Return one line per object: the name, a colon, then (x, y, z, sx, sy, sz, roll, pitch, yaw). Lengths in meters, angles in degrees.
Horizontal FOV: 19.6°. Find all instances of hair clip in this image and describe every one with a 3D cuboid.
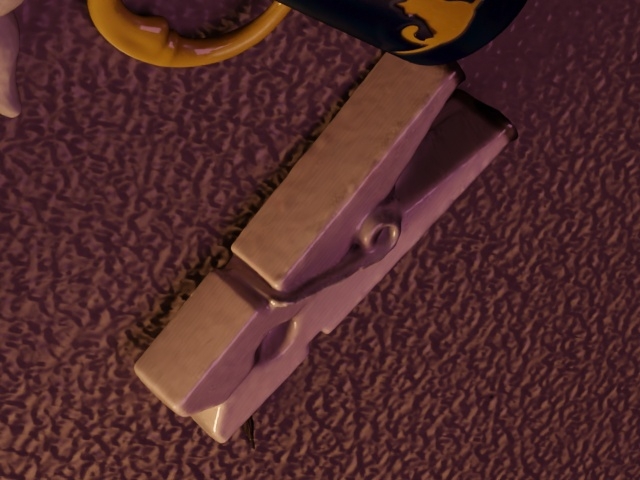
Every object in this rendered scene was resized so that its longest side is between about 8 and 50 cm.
hair clip: (0.003, 0.003, 1.378, 0.331, 0.085, 0.101, -50, 144, -4)

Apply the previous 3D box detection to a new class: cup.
cup: (-0.016, -0.219, 1.218, 0.256, 0.255, 0.178, 21, 67, -42)

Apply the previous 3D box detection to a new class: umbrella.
umbrella: (-0.062, 0.119, 1.460, 0.022, 0.013, 0.122, -20, 127, -3)

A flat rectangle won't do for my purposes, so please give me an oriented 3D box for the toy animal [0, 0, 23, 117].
toy animal: (-0.227, -0.165, 1.142, 0.104, 0.131, 0.221, -42, 170, -48)
